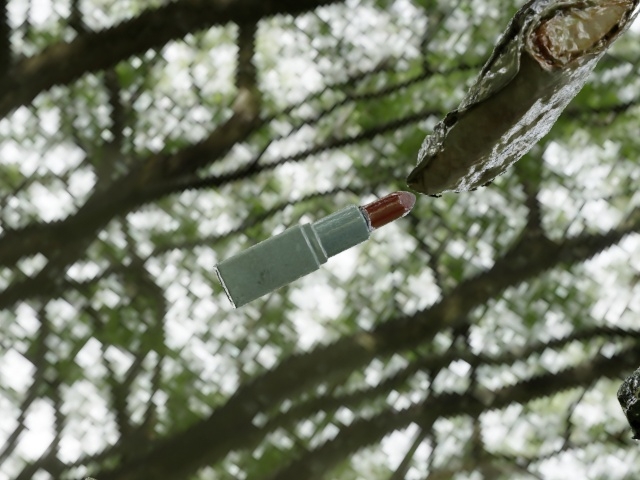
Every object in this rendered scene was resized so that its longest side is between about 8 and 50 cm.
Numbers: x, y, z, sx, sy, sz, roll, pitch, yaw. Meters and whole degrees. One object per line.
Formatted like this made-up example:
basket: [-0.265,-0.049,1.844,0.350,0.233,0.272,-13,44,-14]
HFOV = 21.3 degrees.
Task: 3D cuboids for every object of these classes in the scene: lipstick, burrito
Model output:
lipstick: [0.000,0.000,1.021,0.030,0.129,0.030,64,-8,0]
burrito: [0.226,-0.176,1.819,0.107,0.175,0.348,41,-56,3]

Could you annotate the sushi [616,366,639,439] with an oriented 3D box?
sushi: [0.286,0.136,1.219,0.150,0.090,0.078,40,-62,-11]

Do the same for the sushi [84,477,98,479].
sushi: [-0.201,0.300,1.212,0.139,0.291,0.131,36,-18,-20]
